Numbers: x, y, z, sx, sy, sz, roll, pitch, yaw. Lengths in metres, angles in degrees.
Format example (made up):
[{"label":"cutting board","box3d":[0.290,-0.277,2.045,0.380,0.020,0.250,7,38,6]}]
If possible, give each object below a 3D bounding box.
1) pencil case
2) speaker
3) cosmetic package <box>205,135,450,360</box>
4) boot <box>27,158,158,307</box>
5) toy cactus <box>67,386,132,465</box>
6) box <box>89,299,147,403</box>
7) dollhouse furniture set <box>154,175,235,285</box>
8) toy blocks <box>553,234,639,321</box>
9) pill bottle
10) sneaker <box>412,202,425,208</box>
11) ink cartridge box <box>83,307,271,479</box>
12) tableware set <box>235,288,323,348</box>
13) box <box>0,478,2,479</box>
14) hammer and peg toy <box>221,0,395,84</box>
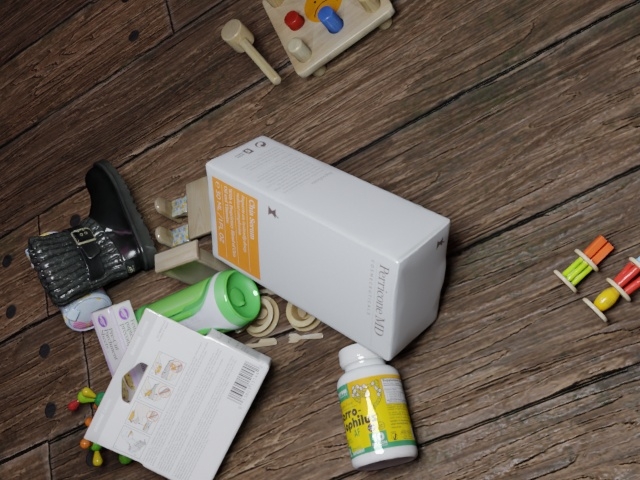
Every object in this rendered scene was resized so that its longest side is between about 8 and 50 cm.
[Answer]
[{"label":"pencil case","box3d":[-0.607,0.094,1.761,0.113,0.124,0.273,-48,57,6]},{"label":"speaker","box3d":[-0.270,0.158,1.527,0.296,0.131,0.131,-23,62,31]},{"label":"cosmetic package","box3d":[0.000,0.000,1.359,0.453,0.230,0.161,27,43,31]},{"label":"boot","box3d":[-0.554,-0.028,1.696,0.260,0.131,0.348,-21,57,-20]},{"label":"toy cactus","box3d":[-0.457,0.378,1.597,0.180,0.112,0.219,-47,48,-5]},{"label":"box","box3d":[-0.382,0.287,1.509,0.067,0.063,0.324,-15,95,34]},{"label":"dollhouse furniture set","box3d":[-0.271,-0.034,1.595,0.212,0.161,0.242,-19,64,23]},{"label":"toy blocks","box3d":[0.482,0.043,1.209,0.148,0.054,0.123,-44,58,8]},{"label":"pill bottle","box3d":[0.094,0.291,1.298,0.118,0.117,0.208,-21,63,21]},{"label":"sneaker","box3d":[0.085,-0.054,1.434,0.275,0.110,0.107,16,80,32]},{"label":"ink cartridge box","box3d":[-0.275,0.307,1.424,0.261,0.066,0.296,27,97,-2]},{"label":"tableware set","box3d":[-0.083,0.146,1.497,0.194,0.039,0.128,-11,67,26]},{"label":"box","box3d":[-0.493,0.636,1.329,0.343,0.312,0.179,28,60,24]},{"label":"hammer and peg toy","box3d":[-0.029,-0.490,1.649,0.361,0.127,0.266,-33,61,15]}]
